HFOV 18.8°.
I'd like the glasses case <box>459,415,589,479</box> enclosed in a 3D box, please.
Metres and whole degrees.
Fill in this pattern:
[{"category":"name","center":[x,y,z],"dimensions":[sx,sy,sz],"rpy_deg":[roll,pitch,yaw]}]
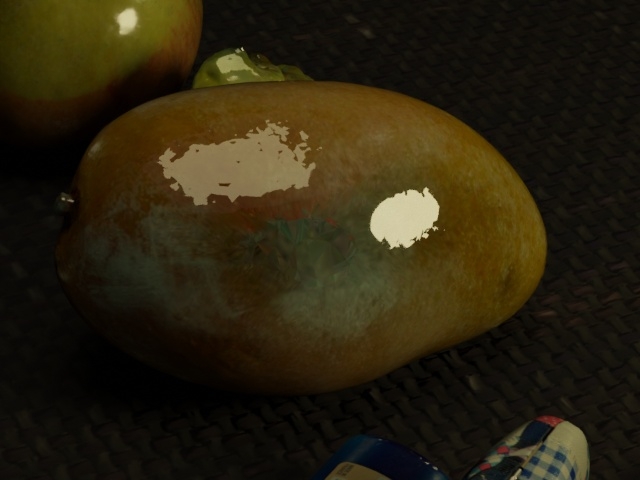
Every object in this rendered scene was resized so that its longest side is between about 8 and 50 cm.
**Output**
[{"category":"glasses case","center":[0.073,0.220,1.125],"dimensions":[0.076,0.125,0.327],"rpy_deg":[22,38,21]}]

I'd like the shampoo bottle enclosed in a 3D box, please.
[{"category":"shampoo bottle","center":[0.009,0.194,1.215],"dimensions":[0.087,0.050,0.183],"rpy_deg":[25,39,20]}]

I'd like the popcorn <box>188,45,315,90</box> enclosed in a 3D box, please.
[{"category":"popcorn","center":[-0.057,-0.063,1.504],"dimensions":[0.173,0.142,0.173],"rpy_deg":[20,44,-20]}]

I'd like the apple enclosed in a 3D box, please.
[{"category":"apple","center":[-0.216,-0.191,1.593],"dimensions":[0.260,0.194,0.261],"rpy_deg":[7,41,-6]}]

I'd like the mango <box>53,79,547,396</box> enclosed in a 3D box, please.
[{"category":"mango","center":[0.000,0.000,1.354],"dimensions":[0.384,0.222,0.199],"rpy_deg":[6,-4,-27]}]
